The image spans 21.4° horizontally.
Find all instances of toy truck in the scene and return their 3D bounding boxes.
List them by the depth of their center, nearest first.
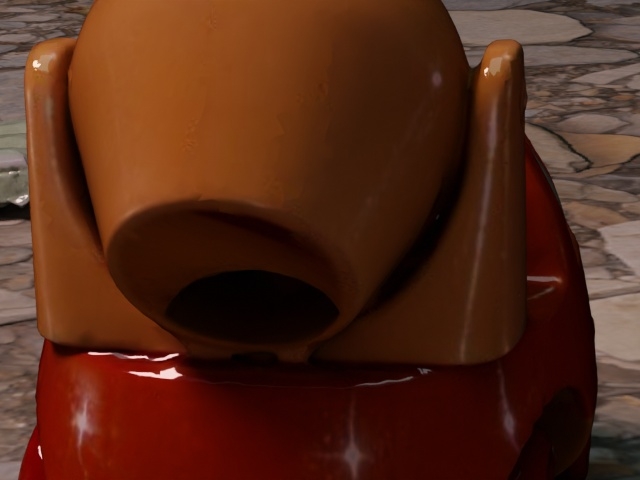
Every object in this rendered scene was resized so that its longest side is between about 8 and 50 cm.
[{"bbox_3d":[0.000,0.001,0.577,0.189,0.239,0.265,2,17,11],"label":"toy truck"}]

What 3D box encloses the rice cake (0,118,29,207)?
[{"bbox_3d":[-0.293,-0.042,1.083,0.237,0.043,0.127,-3,18,-7],"label":"rice cake"}]
